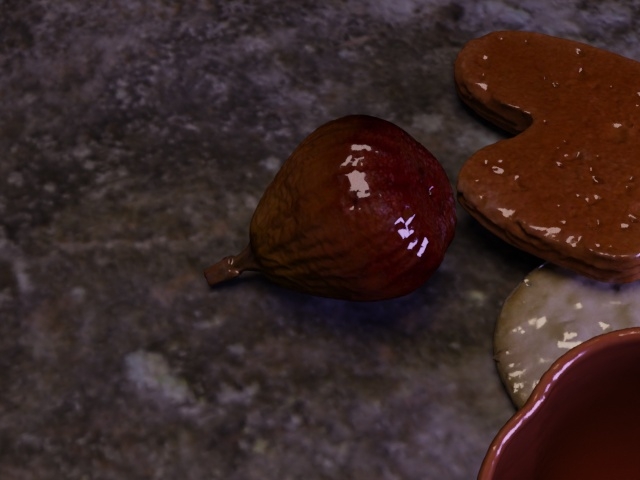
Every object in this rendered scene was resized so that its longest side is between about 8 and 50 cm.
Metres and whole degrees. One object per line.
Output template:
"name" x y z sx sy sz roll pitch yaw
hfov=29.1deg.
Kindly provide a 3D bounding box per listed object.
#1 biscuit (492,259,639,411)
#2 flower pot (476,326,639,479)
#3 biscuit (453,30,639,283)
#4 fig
"biscuit" 0.173 0.064 0.711 0.152 0.020 0.152 -1 51 2
"flower pot" 0.159 0.159 0.540 0.190 0.173 0.191 -2 52 3
"biscuit" 0.152 -0.061 0.793 0.186 0.036 0.192 22 49 20
"fig" 0.010 0.001 0.722 0.153 0.119 0.119 -45 59 3
